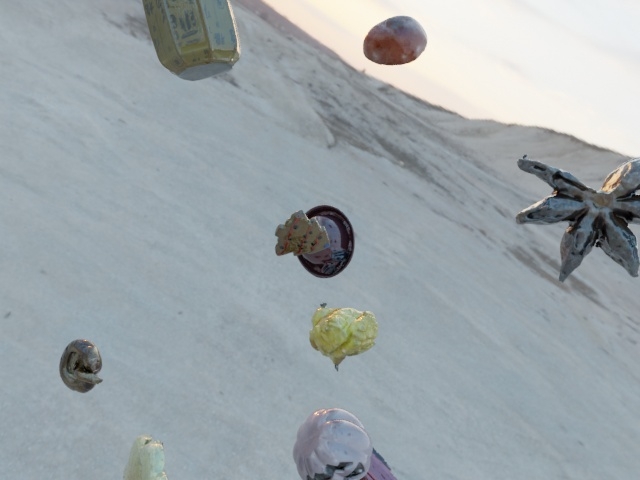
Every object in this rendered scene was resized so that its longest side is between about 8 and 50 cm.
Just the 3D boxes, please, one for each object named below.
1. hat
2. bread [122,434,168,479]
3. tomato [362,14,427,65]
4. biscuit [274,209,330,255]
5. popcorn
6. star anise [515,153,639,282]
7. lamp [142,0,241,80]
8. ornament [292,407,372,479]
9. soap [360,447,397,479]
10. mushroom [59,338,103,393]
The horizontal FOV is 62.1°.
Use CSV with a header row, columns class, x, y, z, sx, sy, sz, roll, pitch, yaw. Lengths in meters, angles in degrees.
class,x,y,z,sx,sy,sz,roll,pitch,yaw
hat,0.000,0.000,1.448,0.205,0.206,0.089,44,17,30
bread,-0.387,0.579,1.152,0.054,0.316,0.316,7,29,-31
tomato,0.176,-0.482,1.244,0.155,0.155,0.069,46,-16,35
biscuit,-0.034,-0.006,1.113,0.129,0.120,0.019,13,34,-26
popcorn,0.024,0.118,0.618,0.084,0.084,0.084,31,17,-11
star anise,0.359,-0.032,0.676,0.207,0.172,0.063,-2,-2,11
lamp,-0.230,-0.393,0.957,0.161,0.161,0.185,-25,101,-71
ornament,0.032,0.467,1.182,0.177,0.178,0.177,31,17,-11
soap,0.124,0.749,1.675,0.289,0.182,0.112,44,35,16
mushroom,-0.603,0.326,1.358,0.080,0.135,0.170,-1,16,-45
